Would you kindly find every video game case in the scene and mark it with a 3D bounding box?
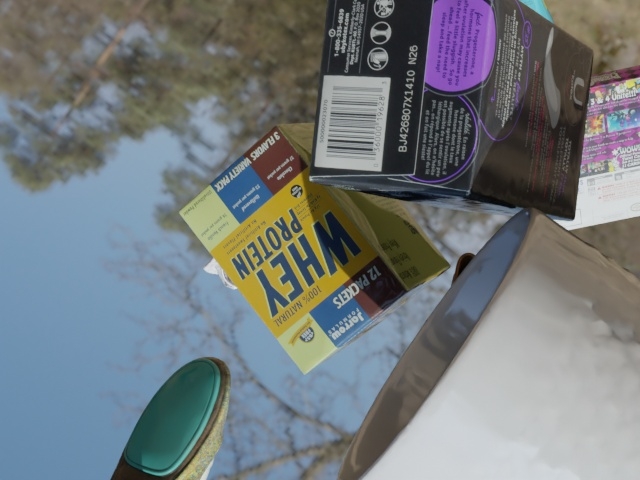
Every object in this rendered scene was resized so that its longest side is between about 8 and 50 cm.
[{"bbox_3d":[0.380,-0.121,1.770,0.042,0.232,0.210,-97,-6,-58],"label":"video game case"}]

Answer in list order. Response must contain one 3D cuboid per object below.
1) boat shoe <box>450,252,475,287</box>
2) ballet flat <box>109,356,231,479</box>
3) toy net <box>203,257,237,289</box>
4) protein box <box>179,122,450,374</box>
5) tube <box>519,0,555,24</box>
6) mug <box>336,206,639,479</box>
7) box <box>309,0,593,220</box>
[{"bbox_3d":[0.166,0.080,1.474,0.178,0.064,0.060,-85,-22,-55],"label":"boat shoe"},{"bbox_3d":[-0.203,0.311,1.685,0.123,0.348,0.123,27,163,9],"label":"ballet flat"},{"bbox_3d":[-0.044,0.017,1.553,0.122,0.232,0.045,38,-136,-51],"label":"toy net"},{"bbox_3d":[0.000,0.000,1.358,0.201,0.136,0.200,52,-163,6],"label":"protein box"},{"bbox_3d":[0.289,-0.270,1.791,0.080,0.052,0.207,-10,123,40],"label":"tube"},{"bbox_3d":[0.207,0.196,1.101,0.328,0.276,0.374,34,150,-1],"label":"mug"},{"bbox_3d":[0.119,-0.110,1.137,0.143,0.165,0.270,7,180,28],"label":"box"}]
